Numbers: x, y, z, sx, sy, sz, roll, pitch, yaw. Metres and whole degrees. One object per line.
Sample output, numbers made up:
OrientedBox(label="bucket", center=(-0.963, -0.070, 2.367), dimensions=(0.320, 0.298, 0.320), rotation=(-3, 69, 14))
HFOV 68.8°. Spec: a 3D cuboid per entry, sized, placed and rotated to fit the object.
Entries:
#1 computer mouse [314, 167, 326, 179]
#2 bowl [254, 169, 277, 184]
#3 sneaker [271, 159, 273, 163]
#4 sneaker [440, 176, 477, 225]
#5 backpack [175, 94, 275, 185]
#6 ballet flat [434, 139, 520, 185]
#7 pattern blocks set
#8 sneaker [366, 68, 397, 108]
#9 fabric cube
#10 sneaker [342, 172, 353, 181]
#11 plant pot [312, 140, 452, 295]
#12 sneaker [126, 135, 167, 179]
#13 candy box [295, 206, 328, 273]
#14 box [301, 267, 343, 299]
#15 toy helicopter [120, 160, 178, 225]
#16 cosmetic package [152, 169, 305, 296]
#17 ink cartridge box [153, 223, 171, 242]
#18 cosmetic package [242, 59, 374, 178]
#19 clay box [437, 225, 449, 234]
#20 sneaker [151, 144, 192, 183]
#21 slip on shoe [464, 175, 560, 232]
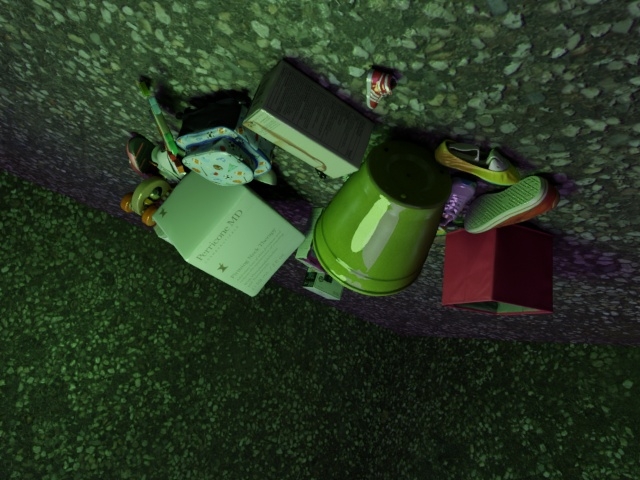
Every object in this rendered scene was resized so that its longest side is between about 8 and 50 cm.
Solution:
OrientedBox(label="computer mouse", center=(-0.054, -0.299, 1.345), dimensions=(0.262, 0.060, 0.184), rotation=(49, -168, -13))
OrientedBox(label="bowl", center=(-0.221, -0.241, 1.667), dimensions=(0.142, 0.053, 0.142), rotation=(19, -173, 0))
OrientedBox(label="sneaker", center=(-0.248, -0.288, 1.597), dimensions=(0.175, 0.064, 0.067), rotation=(22, 175, 0))
OrientedBox(label="sneaker", center=(0.406, -0.117, 1.418), dimensions=(0.088, 0.092, 0.228), rotation=(18, 161, 4))
OrientedBox(label="backpack", center=(-0.268, -0.285, 1.416), dimensions=(0.277, 0.212, 0.264), rotation=(1, 166, 35))
OrientedBox(label="ballet flat", center=(0.409, -0.204, 1.198), dimensions=(0.231, 0.077, 0.077), rotation=(18, 146, 6))
OrientedBox(label="pattern blocks set", center=(-0.484, -0.345, 1.436), dimensions=(0.325, 0.026, 0.285), rotation=(39, 151, 59))
OrientedBox(label="sneaker", center=(0.142, -0.343, 1.081), dimensions=(0.067, 0.042, 0.118), rotation=(17, 160, 15))
OrientedBox(label="fabric cube", center=(0.583, 0.101, 1.558), dimensions=(0.255, 0.257, 0.259), rotation=(11, 165, -20))
OrientedBox(label="sneaker", center=(0.097, -0.205, 1.510), dimensions=(0.135, 0.057, 0.052), rotation=(28, 160, -26))
OrientedBox(label="plant pot", center=(0.194, -0.084, 1.341), dimensions=(0.367, 0.366, 0.352), rotation=(19, 144, -2))
OrientedBox(label="sneaker", center=(-0.730, -0.318, 1.889), dimensions=(0.136, 0.115, 0.313), rotation=(21, 161, 9))
OrientedBox(label="candy box", center=(0.000, 0.000, 1.928), dimensions=(0.071, 0.233, 0.159), rotation=(2, 155, 41))
OrientedBox(label="box", center=(0.045, 0.104, 2.107), dimensions=(0.169, 0.289, 0.087), rotation=(28, 161, -33))
OrientedBox(label="toy helicopter", center=(-0.632, -0.216, 1.917), dimensions=(0.140, 0.234, 0.355), rotation=(31, -157, 11))
OrientedBox(label="cosmetic package", center=(-0.342, -0.053, 1.784), dimensions=(0.327, 0.329, 0.394), rotation=(41, -179, 39))
OrientedBox(label="ink cartridge box", center=(-0.542, 0.025, 1.839), dimensions=(0.189, 0.066, 0.232), rotation=(41, -175, -43))
OrientedBox(label="cosmetic package", center=(-0.027, -0.300, 1.202), dimensions=(0.296, 0.153, 0.129), rotation=(28, 161, -26))
OrientedBox(label="clay box", center=(0.347, -0.081, 1.644), dimensions=(0.222, 0.053, 0.128), rotation=(30, 158, -36))
OrientedBox(label="sneaker", center=(-0.493, -0.253, 1.834), dimensions=(0.147, 0.122, 0.331), rotation=(7, 160, 37))
OrientedBox(label="slip on shoe", center=(0.538, -0.087, 1.351), dimensions=(0.102, 0.122, 0.331), rotation=(20, 158, -19))
